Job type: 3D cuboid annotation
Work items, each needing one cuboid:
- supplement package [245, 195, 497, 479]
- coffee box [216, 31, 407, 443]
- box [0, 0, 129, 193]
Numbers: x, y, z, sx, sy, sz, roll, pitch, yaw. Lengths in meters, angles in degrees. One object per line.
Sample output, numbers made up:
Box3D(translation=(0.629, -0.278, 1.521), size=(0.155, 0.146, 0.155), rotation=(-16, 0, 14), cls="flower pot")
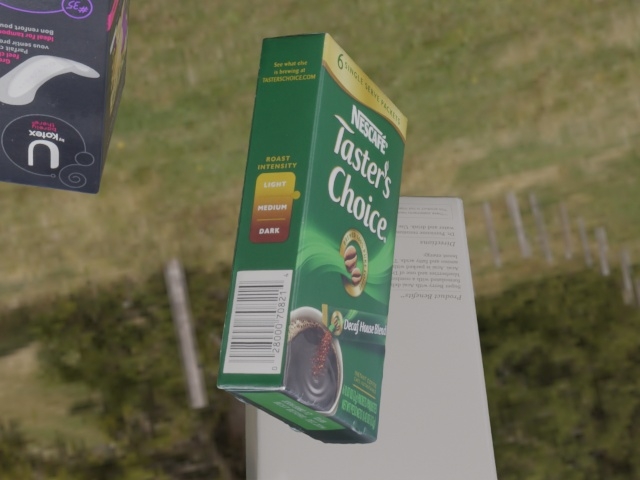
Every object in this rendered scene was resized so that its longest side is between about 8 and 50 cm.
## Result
Box3D(translation=(0.029, 0.129, 1.191), size=(0.177, 0.293, 0.175), rotation=(1, 142, -5), cls="supplement package")
Box3D(translation=(0.000, 0.000, 0.757), size=(0.040, 0.184, 0.113), rotation=(-3, 158, 26), cls="coffee box")
Box3D(translation=(-0.230, -0.185, 1.133), size=(0.165, 0.143, 0.270), rotation=(8, 136, -4), cls="box")
